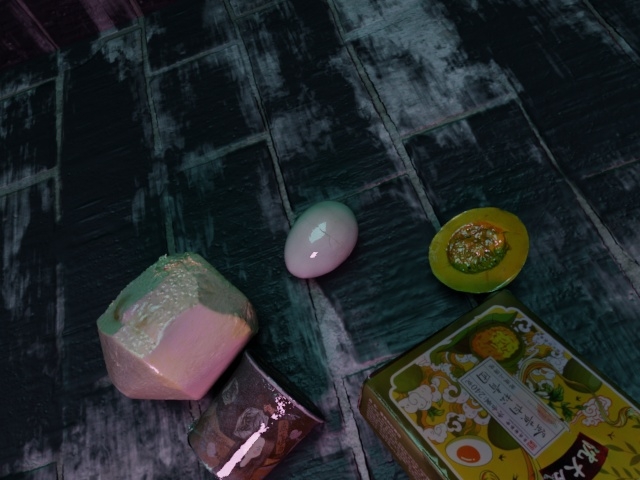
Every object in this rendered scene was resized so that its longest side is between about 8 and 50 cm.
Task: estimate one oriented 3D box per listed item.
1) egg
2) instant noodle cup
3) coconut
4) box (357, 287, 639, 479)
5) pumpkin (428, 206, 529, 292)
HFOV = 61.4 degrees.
[{"bbox_3d":[0.000,0.000,1.277,0.151,0.151,0.209,33,77,28],"label":"egg"},{"bbox_3d":[-0.135,0.364,1.080,0.217,0.217,0.207,37,82,29],"label":"instant noodle cup"},{"bbox_3d":[-0.320,0.199,1.165,0.297,0.297,0.309,32,68,28],"label":"coconut"},{"bbox_3d":[0.333,0.328,0.946,0.373,0.138,0.420,-26,53,-25],"label":"box"},{"bbox_3d":[0.357,0.035,1.199,0.217,0.110,0.217,-13,59,22],"label":"pumpkin"}]
